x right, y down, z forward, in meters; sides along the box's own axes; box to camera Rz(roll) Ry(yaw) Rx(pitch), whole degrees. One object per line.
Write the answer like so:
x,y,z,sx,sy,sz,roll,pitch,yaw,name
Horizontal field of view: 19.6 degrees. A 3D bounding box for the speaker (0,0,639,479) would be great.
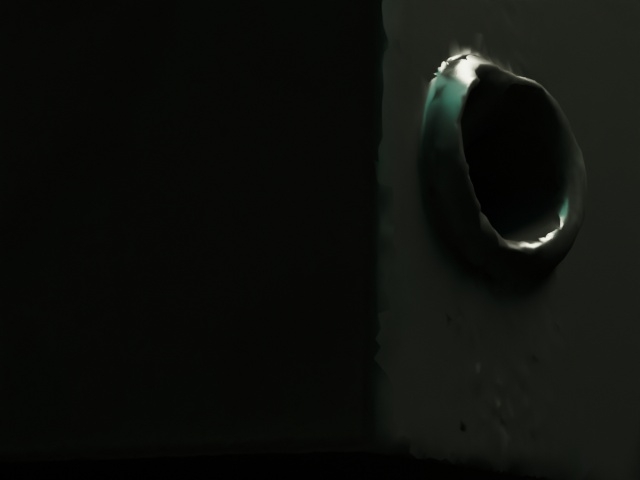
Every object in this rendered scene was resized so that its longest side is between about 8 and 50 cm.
0.000,0.000,0.616,0.232,0.184,0.254,-7,-15,35,speaker
